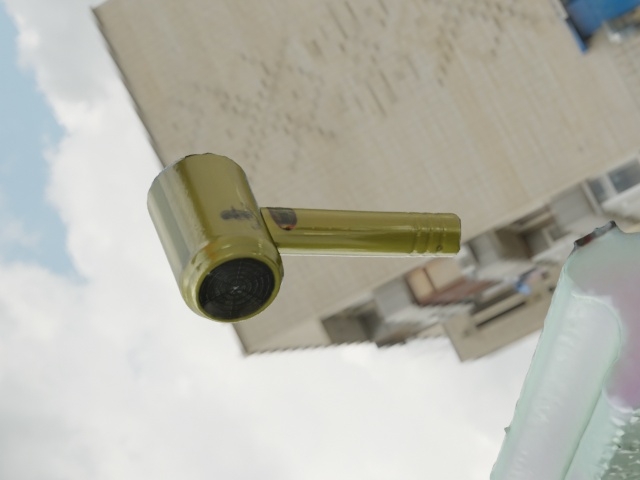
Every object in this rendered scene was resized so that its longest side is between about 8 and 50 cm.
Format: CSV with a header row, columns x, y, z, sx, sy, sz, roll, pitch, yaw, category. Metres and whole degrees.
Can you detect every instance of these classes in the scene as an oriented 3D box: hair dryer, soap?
x,y,z,sx,sy,sz,roll,pitch,yaw,category
0.000,0.000,1.188,0.278,0.090,0.135,1,-145,-23,hair dryer
0.315,0.128,1.159,0.446,0.261,0.156,97,162,-51,soap
